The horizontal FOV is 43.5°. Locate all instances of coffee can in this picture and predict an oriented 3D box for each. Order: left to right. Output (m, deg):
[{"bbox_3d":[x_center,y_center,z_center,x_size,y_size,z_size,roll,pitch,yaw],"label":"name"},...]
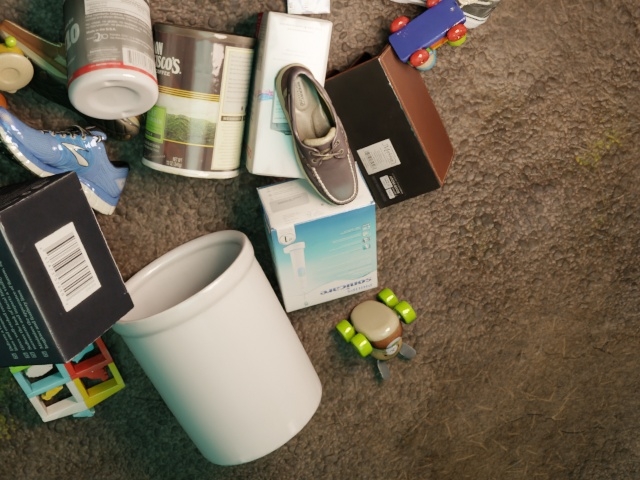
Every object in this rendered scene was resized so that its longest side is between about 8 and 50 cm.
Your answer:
[{"bbox_3d":[-0.242,-0.279,1.598,0.201,0.201,0.276,5,105,-13],"label":"coffee can"}]

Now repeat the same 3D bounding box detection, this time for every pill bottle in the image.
[{"bbox_3d":[-0.395,-0.386,1.500,0.161,0.161,0.283,-6,71,-10],"label":"pill bottle"}]

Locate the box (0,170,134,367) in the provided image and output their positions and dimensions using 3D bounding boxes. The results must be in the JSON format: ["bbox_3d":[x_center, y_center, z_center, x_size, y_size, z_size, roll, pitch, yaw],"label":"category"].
[{"bbox_3d":[-0.606,0.066,1.522,0.395,0.212,0.294,-7,112,29],"label":"box"}]

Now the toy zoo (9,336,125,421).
[{"bbox_3d":[-0.543,0.286,1.733,0.192,0.030,0.293,-24,135,-13],"label":"toy zoo"}]

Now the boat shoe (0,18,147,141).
[{"bbox_3d":[-0.484,-0.329,1.593,0.324,0.122,0.120,35,65,-19],"label":"boat shoe"}]

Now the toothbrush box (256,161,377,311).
[{"bbox_3d":[0.000,0.000,1.696,0.216,0.126,0.296,-16,142,-6],"label":"toothbrush box"}]

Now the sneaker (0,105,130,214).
[{"bbox_3d":[-0.512,-0.182,1.586,0.330,0.129,0.147,36,82,-50],"label":"sneaker"}]

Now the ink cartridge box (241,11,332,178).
[{"bbox_3d":[-0.075,-0.297,1.616,0.131,0.226,0.307,4,106,-12],"label":"ink cartridge box"}]

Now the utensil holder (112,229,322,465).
[{"bbox_3d":[-0.208,0.224,1.689,0.327,0.327,0.386,-29,111,-2],"label":"utensil holder"}]

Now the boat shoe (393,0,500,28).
[{"bbox_3d":[0.224,-0.549,1.644,0.335,0.119,0.121,13,61,-23],"label":"boat shoe"}]

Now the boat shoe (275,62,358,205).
[{"bbox_3d":[-0.003,-0.189,1.490,0.102,0.092,0.285,-21,106,-1],"label":"boat shoe"}]

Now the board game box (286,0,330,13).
[{"bbox_3d":[-0.026,-0.518,1.670,0.089,0.020,0.090,-4,106,-9],"label":"board game box"}]

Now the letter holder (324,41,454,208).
[{"bbox_3d":[0.152,-0.262,1.727,0.152,0.214,0.302,-19,111,28],"label":"letter holder"}]

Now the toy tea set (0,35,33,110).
[{"bbox_3d":[-0.653,-0.314,1.490,0.200,0.124,0.336,6,135,-40],"label":"toy tea set"}]

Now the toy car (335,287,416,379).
[{"bbox_3d":[0.153,0.237,1.868,0.155,0.149,0.188,-35,121,-11],"label":"toy car"}]

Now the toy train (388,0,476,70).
[{"bbox_3d":[0.271,-0.442,1.640,0.248,0.143,0.105,-32,75,16],"label":"toy train"}]
